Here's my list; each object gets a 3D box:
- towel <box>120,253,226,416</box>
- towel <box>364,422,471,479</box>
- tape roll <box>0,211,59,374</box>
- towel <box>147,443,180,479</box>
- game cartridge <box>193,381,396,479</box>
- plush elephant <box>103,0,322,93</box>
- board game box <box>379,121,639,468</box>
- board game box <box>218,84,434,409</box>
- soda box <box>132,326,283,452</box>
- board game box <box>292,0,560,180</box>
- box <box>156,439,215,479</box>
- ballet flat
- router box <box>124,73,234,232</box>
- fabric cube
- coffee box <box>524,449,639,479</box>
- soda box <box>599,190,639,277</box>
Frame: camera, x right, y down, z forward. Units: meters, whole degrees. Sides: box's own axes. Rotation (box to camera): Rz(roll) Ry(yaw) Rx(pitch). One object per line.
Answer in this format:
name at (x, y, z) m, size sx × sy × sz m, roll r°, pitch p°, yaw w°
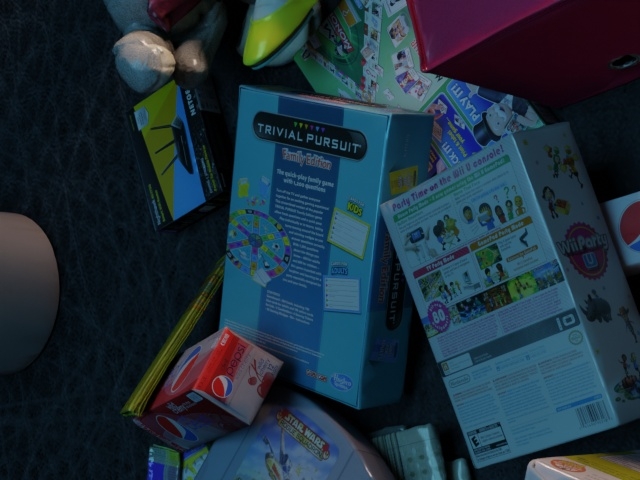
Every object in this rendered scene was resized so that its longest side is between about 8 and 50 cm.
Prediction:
towel at (-0.175, 0.119, 1.846) m, size 0.237 × 0.021 × 0.102 m, roll -58°, pitch 6°, yaw -14°
towel at (0.061, 0.389, 1.714) m, size 0.312 × 0.056 × 0.324 m, roll -22°, pitch 75°, yaw 39°
tape roll at (-0.519, 0.074, 2.136) m, size 0.246 × 0.169 × 0.246 m, roll -5°, pitch 83°, yaw 40°
towel at (-0.204, 0.309, 1.906) m, size 0.060 × 0.009 × 0.083 m, roll 8°, pitch 92°, yaw 42°
game cartridge at (-0.033, 0.284, 1.718) m, size 0.297 × 0.062 × 0.198 m, roll 32°, pitch 99°, yaw 50°
plush elephant at (-0.139, -0.334, 1.822) m, size 0.255 × 0.330 × 0.272 m, roll -28°, pitch 81°, yaw 11°
board game box at (0.206, 0.061, 1.522) m, size 0.224 × 0.097 × 0.303 m, roll -28°, pitch 79°, yaw 50°
board game box at (0.000, 0.000, 1.731) m, size 0.253 × 0.079 × 0.336 m, roll 16°, pitch 104°, yaw 44°
soda box at (-0.142, 0.183, 1.780) m, size 0.092 × 0.083 × 0.263 m, roll -62°, pitch 14°, yaw -24°
board game box at (0.115, -0.174, 1.713) m, size 0.213 × 0.046 × 0.317 m, roll -47°, pitch 60°, yaw 28°
box at (-0.140, 0.355, 1.880) m, size 0.105 × 0.043 × 0.179 m, roll -36°, pitch 66°, yaw 33°
ballet flat at (-0.029, -0.299, 1.747) m, size 0.231 × 0.077 × 0.077 m, roll -46°, pitch 24°, yaw -23°
router box at (-0.182, -0.116, 1.953) m, size 0.133 × 0.046 × 0.179 m, roll -29°, pitch 68°, yaw 34°
fabric cube at (0.243, -0.306, 1.482) m, size 0.254 × 0.258 × 0.259 m, roll -23°, pitch 72°, yaw 35°
coffee box at (0.369, 0.391, 1.265) m, size 0.338 × 0.334 × 0.338 m, roll 17°, pitch 98°, yaw 41°
soda box at (0.370, -0.021, 1.474) m, size 0.216 × 0.069 × 0.074 m, roll -19°, pitch 74°, yaw 38°
